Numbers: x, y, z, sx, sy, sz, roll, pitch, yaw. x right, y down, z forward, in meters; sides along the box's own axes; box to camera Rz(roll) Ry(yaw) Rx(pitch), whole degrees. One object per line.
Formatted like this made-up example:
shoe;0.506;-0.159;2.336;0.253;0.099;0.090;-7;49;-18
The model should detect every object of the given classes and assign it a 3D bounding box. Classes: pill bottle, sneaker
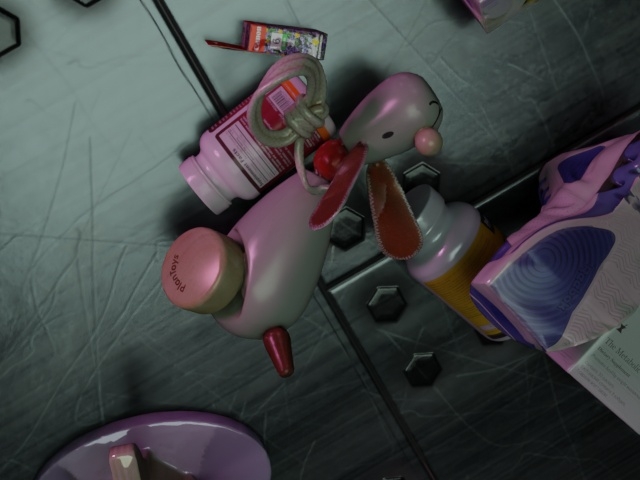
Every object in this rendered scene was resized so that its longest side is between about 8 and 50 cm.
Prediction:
pill bottle;0.159;0.022;0.968;0.184;0.103;0.103;39;95;-20
pill bottle;-0.066;-0.098;0.895;0.152;0.086;0.086;-38;110;2
sneaker;0.281;-0.012;0.932;0.315;0.182;0.127;-40;99;-13

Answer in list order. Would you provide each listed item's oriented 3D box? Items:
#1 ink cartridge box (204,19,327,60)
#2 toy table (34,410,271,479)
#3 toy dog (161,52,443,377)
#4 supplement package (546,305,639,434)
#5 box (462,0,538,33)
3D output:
ink cartridge box;-0.055;-0.203;0.878;0.115;0.063;0.029;5;106;-13
toy table;-0.184;0.300;0.949;0.274;0.161;0.252;-21;109;-4
toy dog;0.000;0.000;0.849;0.220;0.161;0.334;-1;133;-45
supplement package;0.378;0.071;1.012;0.139;0.134;0.244;39;95;-20
box;0.284;-0.330;0.880;0.324;0.063;0.067;-33;66;6
